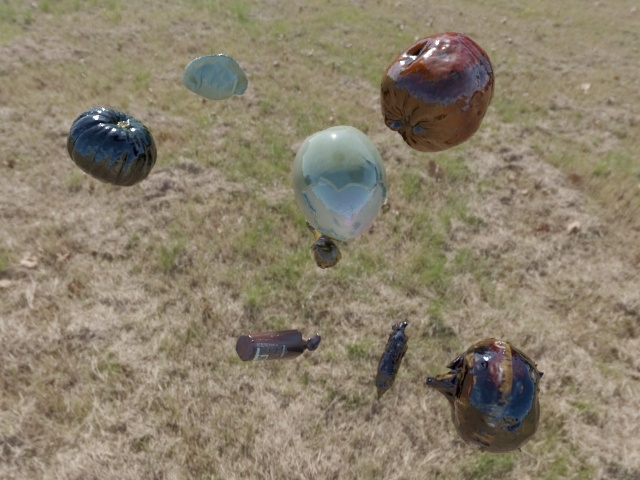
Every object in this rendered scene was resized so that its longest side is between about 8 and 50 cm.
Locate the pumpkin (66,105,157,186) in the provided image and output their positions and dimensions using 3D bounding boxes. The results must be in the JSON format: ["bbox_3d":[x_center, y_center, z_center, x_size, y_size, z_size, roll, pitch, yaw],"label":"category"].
[{"bbox_3d":[-0.536,-0.241,1.168,0.220,0.162,0.221,30,24,-15],"label":"pumpkin"}]

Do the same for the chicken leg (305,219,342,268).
[{"bbox_3d":[0.003,0.000,1.484,0.087,0.107,0.252,-19,38,-3],"label":"chicken leg"}]

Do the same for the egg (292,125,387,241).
[{"bbox_3d":[0.060,-0.160,1.328,0.278,0.278,0.337,-8,68,-13],"label":"egg"}]

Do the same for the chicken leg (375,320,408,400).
[{"bbox_3d":[0.208,0.346,1.316,0.063,0.105,0.234,12,60,28],"label":"chicken leg"}]

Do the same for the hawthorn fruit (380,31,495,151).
[{"bbox_3d":[0.262,-0.325,1.009,0.261,0.258,0.258,-21,49,-24],"label":"hawthorn fruit"}]

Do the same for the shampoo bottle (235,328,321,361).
[{"bbox_3d":[-0.093,0.251,1.086,0.236,0.068,0.067,14,49,-50],"label":"shampoo bottle"}]

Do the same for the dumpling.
[{"bbox_3d":[-0.358,-0.559,1.543,0.219,0.153,0.108,0,24,-17],"label":"dumpling"}]

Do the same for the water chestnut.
[{"bbox_3d":[0.426,0.397,1.197,0.299,0.300,0.300,2,43,-2],"label":"water chestnut"}]
